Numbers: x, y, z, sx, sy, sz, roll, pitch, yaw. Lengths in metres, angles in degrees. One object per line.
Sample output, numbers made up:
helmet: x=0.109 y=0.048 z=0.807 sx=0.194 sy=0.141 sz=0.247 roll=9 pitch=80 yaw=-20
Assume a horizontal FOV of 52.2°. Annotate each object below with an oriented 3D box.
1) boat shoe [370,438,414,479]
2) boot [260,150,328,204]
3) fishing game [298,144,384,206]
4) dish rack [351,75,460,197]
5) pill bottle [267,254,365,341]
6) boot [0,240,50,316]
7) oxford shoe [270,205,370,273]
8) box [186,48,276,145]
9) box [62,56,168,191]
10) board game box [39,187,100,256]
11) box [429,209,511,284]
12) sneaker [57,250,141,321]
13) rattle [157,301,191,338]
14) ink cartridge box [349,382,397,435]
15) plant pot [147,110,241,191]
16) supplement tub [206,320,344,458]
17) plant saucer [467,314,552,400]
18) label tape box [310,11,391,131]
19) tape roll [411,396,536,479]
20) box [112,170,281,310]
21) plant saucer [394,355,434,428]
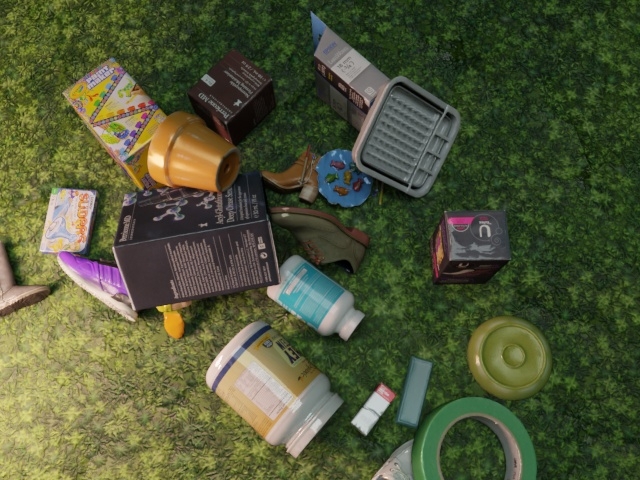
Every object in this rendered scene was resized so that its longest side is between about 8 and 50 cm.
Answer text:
boat shoe: x=0.193 y=0.630 z=1.704 sx=0.098 sy=0.096 sz=0.277 roll=43 pitch=77 yaw=14
boot: x=-0.079 y=-0.209 z=1.977 sx=0.197 sy=0.073 sz=0.152 roll=24 pitch=75 yaw=-5
fishing game: x=0.072 y=-0.190 z=1.956 sx=0.264 sy=0.041 sz=0.189 roll=17 pitch=72 yaw=-12
dish rack: x=0.241 y=-0.298 z=1.886 sx=0.072 sy=0.333 sz=0.285 roll=33 pitch=100 yaw=47
pill bottle: x=-0.007 y=0.168 z=1.820 sx=0.264 sy=0.146 sz=0.146 roll=35 pitch=76 yaw=11
boot: x=-0.898 y=0.097 z=1.889 sx=0.190 sy=0.076 sz=0.208 roll=-20 pitch=67 yaw=-8
oxford shoe: x=0.000 y=0.000 z=1.806 sx=0.348 sy=0.123 sz=0.130 roll=22 pitch=76 yaw=-35
box: x=-0.265 y=-0.432 z=1.992 sx=0.168 sy=0.167 sz=0.203 roll=40 pitch=77 yaw=11
box: x=-0.547 y=-0.317 z=1.894 sx=0.177 sy=0.290 sz=0.279 roll=-40 pitch=76 yaw=-11
board game box: x=-0.746 y=-0.055 z=1.946 sx=0.136 sy=0.035 sz=0.201 roll=3 pitch=73 yaw=1
box: x=0.404 y=0.023 z=1.799 sx=0.166 sy=0.270 sz=0.143 roll=-1 pitch=73 yaw=-1
sneaker: x=-0.606 y=0.097 z=1.873 sx=0.293 sy=0.102 sz=0.146 roll=34 pitch=72 yaw=5
rattle: x=-0.418 y=0.157 z=1.888 sx=0.130 sy=0.142 sz=0.199 roll=-29 pitch=39 yaw=-2
ink cartridge box: x=0.140 y=0.455 z=1.757 sx=0.056 sy=0.099 sz=0.135 roll=38 pitch=76 yaw=10
plant pot: x=-0.323 y=-0.220 z=1.749 sx=0.188 sy=0.205 sz=0.205 roll=23 pitch=74 yaw=16
supplement tub: x=-0.117 y=0.389 z=1.710 sx=0.316 sy=0.228 sz=0.228 roll=40 pitch=77 yaw=11
plant saucer: x=0.536 y=0.325 z=1.829 sx=0.241 sy=0.037 sz=0.240 roll=0 pitch=73 yaw=1
label tape box: x=0.058 y=-0.494 z=1.975 sx=0.334 sy=0.240 sz=0.106 roll=43 pitch=80 yaw=13
tape roll: x=0.399 y=0.573 z=1.697 sx=0.322 sy=0.077 sz=0.321 roll=5 pitch=70 yaw=-13
box: x=-0.326 y=-0.007 z=1.773 sx=0.396 sy=0.211 sz=0.293 roll=-11 pitch=32 yaw=-4
plant saucer: x=0.262 y=0.420 z=1.811 sx=0.067 sy=0.018 sz=0.191 roll=16 pitch=73 yaw=5
